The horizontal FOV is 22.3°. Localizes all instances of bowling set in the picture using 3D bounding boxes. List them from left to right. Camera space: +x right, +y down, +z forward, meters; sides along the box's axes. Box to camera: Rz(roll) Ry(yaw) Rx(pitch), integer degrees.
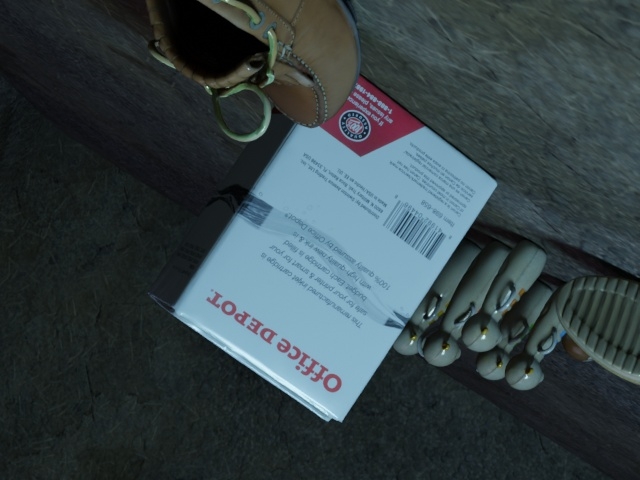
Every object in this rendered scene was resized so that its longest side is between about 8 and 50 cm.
[{"bbox_3d":[0.214,0.109,1.785,0.200,0.154,0.287,35,174,-8],"label":"bowling set"}]

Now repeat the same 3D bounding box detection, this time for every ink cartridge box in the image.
[{"bbox_3d":[0.000,0.000,1.507,0.197,0.273,0.114,36,173,-18],"label":"ink cartridge box"}]

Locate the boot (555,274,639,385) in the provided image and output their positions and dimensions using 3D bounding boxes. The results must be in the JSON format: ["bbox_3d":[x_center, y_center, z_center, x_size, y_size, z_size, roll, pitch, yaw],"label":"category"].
[{"bbox_3d":[0.347,0.131,1.580,0.248,0.090,0.207,27,170,21],"label":"boot"}]

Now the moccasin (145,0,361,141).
[{"bbox_3d":[-0.067,-0.165,1.176,0.139,0.147,0.380,32,173,17],"label":"moccasin"}]
